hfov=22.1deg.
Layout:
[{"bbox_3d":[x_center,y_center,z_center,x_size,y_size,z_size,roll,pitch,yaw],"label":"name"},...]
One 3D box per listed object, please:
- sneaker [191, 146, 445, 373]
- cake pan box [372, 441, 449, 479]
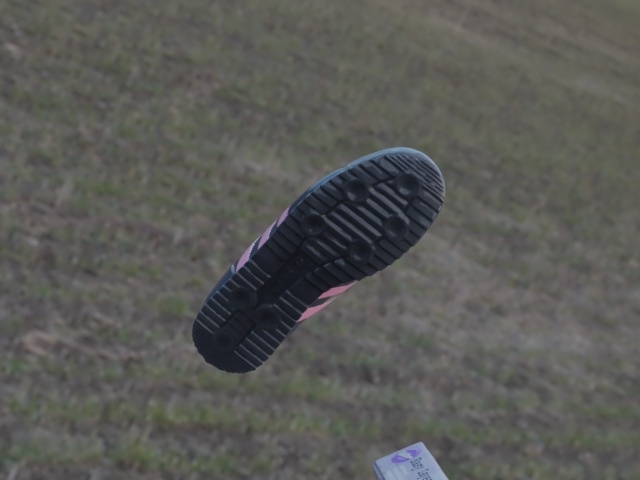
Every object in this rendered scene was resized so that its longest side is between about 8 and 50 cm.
[{"bbox_3d":[0.000,0.000,1.635,0.112,0.319,0.131,48,26,-9],"label":"sneaker"},{"bbox_3d":[0.142,0.360,1.634,0.246,0.070,0.266,-122,-169,-79],"label":"cake pan box"}]
